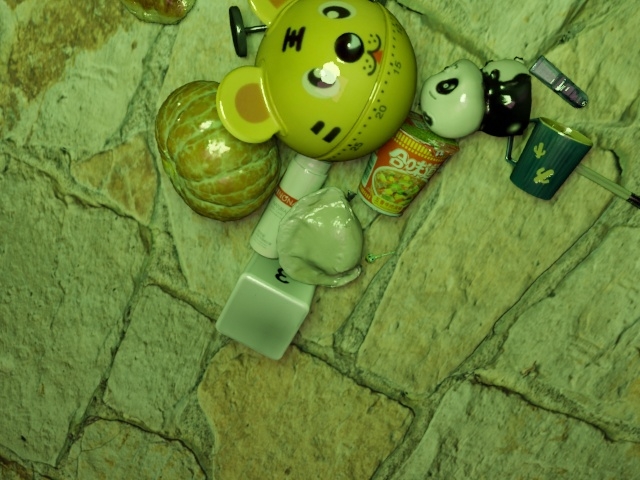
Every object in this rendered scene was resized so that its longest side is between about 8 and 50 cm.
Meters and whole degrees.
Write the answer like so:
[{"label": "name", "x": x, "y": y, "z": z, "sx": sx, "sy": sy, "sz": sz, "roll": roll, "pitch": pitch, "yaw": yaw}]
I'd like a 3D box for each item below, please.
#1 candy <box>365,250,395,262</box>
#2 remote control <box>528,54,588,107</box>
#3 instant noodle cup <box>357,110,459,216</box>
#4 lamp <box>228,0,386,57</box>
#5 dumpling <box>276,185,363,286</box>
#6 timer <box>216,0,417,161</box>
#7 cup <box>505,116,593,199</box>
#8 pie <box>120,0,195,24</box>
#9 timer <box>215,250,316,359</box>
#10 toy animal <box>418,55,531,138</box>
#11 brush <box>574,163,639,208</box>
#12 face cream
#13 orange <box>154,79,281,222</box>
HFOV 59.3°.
[{"label": "candy", "x": 0.158, "y": 0.039, "z": 1.490, "sx": 0.083, "sy": 0.025, "sz": 0.023, "roll": -18, "pitch": 137, "yaw": 5}, {"label": "remote control", "x": 0.543, "y": -0.355, "z": 1.271, "sx": 0.152, "sy": 0.027, "sz": 0.043, "roll": 37, "pitch": 116, "yaw": -5}, {"label": "instant noodle cup", "x": 0.190, "y": -0.173, "z": 1.320, "sx": 0.193, "sy": 0.193, "sz": 0.212, "roll": 26, "pitch": 121, "yaw": -3}, {"label": "lamp", "x": -0.034, "y": -0.491, "z": 1.249, "sx": 0.370, "sy": 0.109, "sz": 0.130, "roll": -4, "pitch": 116, "yaw": 9}, {"label": "dumpling", "x": 0.009, "y": -0.010, "z": 1.409, "sx": 0.204, "sy": 0.163, "sz": 0.293, "roll": -1, "pitch": 126, "yaw": 18}, {"label": "timer", "x": -0.004, "y": -0.340, "z": 1.135, "sx": 0.386, "sy": 0.376, "sz": 0.376, "roll": 17, "pitch": 117, "yaw": -31}, {"label": "cup", "x": 0.506, "y": -0.196, "z": 1.298, "sx": 0.176, "sy": 0.131, "sz": 0.155, "roll": 36, "pitch": 120, "yaw": 25}, {"label": "pie", "x": -0.377, "y": -0.578, "z": 1.280, "sx": 0.193, "sy": 0.079, "sz": 0.163, "roll": 17, "pitch": 117, "yaw": 1}, {"label": "timer", "x": -0.136, "y": 0.160, "z": 1.482, "sx": 0.192, "sy": 0.195, "sz": 0.194, "roll": 28, "pitch": 114, "yaw": -4}, {"label": "toy animal", "x": 0.335, "y": -0.309, "z": 1.232, "sx": 0.234, "sy": 0.187, "sz": 0.165, "roll": 3, "pitch": 125, "yaw": 7}, {"label": "brush", "x": 0.723, "y": -0.111, "z": 1.338, "sx": 0.299, "sy": 0.042, "sz": 0.039, "roll": 28, "pitch": 152, "yaw": -3}, {"label": "face cream", "x": -0.065, "y": -0.115, "z": 1.411, "sx": 0.101, "sy": 0.102, "sz": 0.346, "roll": 28, "pitch": 113, "yaw": -4}, {"label": "orange", "x": -0.234, "y": -0.208, "z": 1.289, "sx": 0.249, "sy": 0.329, "sz": 0.330, "roll": -31, "pitch": 111, "yaw": -27}]
